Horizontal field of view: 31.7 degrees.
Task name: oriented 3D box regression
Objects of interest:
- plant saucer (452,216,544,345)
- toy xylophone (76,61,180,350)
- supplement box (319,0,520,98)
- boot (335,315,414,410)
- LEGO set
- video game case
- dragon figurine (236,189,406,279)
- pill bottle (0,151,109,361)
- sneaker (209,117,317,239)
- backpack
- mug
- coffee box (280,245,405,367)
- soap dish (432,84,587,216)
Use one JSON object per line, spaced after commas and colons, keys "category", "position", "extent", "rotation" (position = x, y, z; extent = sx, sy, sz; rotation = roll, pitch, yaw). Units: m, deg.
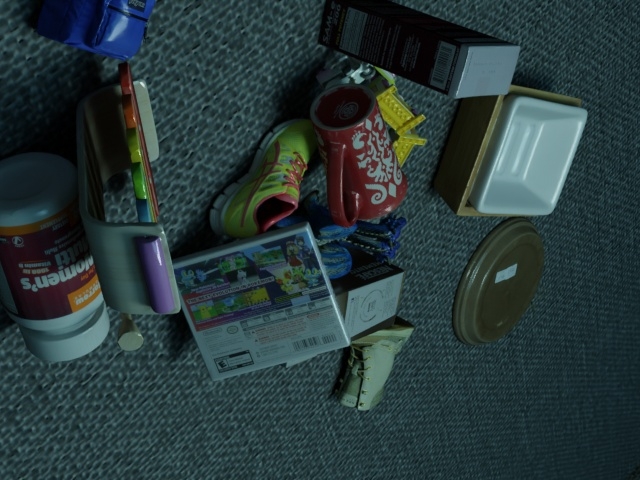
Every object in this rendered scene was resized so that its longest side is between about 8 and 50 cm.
{"category": "plant saucer", "position": [0.358, 0.087, 2.215], "extent": [0.278, 0.041, 0.277], "rotation": [-29, 133, -37]}
{"category": "toy xylophone", "position": [-0.210, -0.031, 1.242], "extent": [0.081, 0.322, 0.236], "rotation": [-10, 137, -6]}
{"category": "supplement box", "position": [0.131, -0.263, 1.517], "extent": [0.130, 0.239, 0.073], "rotation": [-11, 122, -48]}
{"category": "boot", "position": [0.065, 0.204, 1.886], "extent": [0.213, 0.077, 0.165], "rotation": [7, 108, -56]}
{"category": "LEGO set", "position": [0.080, -0.179, 1.665], "extent": [0.132, 0.107, 0.287], "rotation": [-19, 142, 0]}
{"category": "video game case", "position": [-0.082, 0.084, 1.498], "extent": [0.023, 0.201, 0.183], "rotation": [-79, 152, -67]}
{"category": "dragon figurine", "position": [0.000, 0.000, 1.607], "extent": [0.289, 0.144, 0.085], "rotation": [-16, 124, -46]}
{"category": "pill bottle", "position": [-0.305, 0.022, 1.252], "extent": [0.121, 0.121, 0.221], "rotation": [-37, 137, -32]}
{"category": "sneaker", "position": [-0.054, -0.076, 1.532], "extent": [0.208, 0.094, 0.081], "rotation": [-54, 142, -15]}
{"category": "backpack", "position": [-0.226, -0.258, 1.191], "extent": [0.098, 0.101, 0.120], "rotation": [6, 104, -60]}
{"category": "mug", "position": [0.052, -0.112, 1.535], "extent": [0.113, 0.150, 0.169], "rotation": [-14, 137, 5]}
{"category": "coffee box", "position": [-0.009, 0.088, 1.657], "extent": [0.247, 0.141, 0.098], "rotation": [-16, 124, -46]}
{"category": "soap dish", "position": [0.328, -0.157, 1.946], "extent": [0.291, 0.118, 0.228], "rotation": [-1, 113, -52]}
